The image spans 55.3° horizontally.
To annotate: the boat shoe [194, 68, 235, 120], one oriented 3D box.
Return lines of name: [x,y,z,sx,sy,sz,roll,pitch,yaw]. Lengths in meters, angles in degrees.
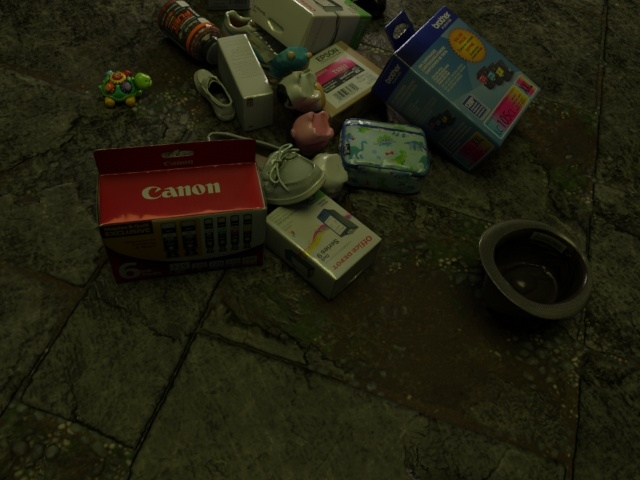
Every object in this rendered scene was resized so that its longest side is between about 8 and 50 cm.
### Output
boat shoe: [-0.271,-0.383,1.551,0.066,0.063,0.184,-17,60,-18]

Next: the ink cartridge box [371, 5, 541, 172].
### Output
ink cartridge box: [0.317,-0.401,1.536,0.395,0.151,0.270,40,58,1]

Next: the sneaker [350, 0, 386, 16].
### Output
sneaker: [0.061,-0.734,1.820,0.283,0.107,0.124,2,61,-6]

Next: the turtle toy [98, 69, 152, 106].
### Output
turtle toy: [-0.486,-0.387,1.522,0.130,0.066,0.095,-5,56,-11]

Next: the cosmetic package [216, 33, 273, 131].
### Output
cosmetic package: [-0.191,-0.401,1.543,0.085,0.117,0.231,-17,61,-16]

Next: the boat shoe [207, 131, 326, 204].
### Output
boat shoe: [-0.126,-0.165,1.327,0.320,0.103,0.118,24,65,40]

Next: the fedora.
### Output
fedora: [0.433,0.080,1.291,0.275,0.124,0.244,-22,63,-31]

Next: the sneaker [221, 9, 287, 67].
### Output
sneaker: [-0.169,-0.543,1.659,0.228,0.092,0.087,25,54,8]

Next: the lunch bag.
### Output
lunch bag: [0.149,-0.210,1.477,0.218,0.090,0.176,8,52,-3]

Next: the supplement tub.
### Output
supplement tub: [-0.338,-0.554,1.634,0.106,0.106,0.198,-37,67,-28]

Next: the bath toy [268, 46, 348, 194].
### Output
bath toy: [-0.033,-0.264,1.421,0.151,0.129,0.348,-6,78,-49]

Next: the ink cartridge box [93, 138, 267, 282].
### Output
ink cartridge box: [-0.268,-0.055,1.199,0.309,0.272,0.130,-7,57,-12]

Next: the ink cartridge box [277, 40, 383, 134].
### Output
ink cartridge box: [0.037,-0.396,1.589,0.193,0.088,0.234,42,61,18]

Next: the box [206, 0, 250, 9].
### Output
box: [-0.276,-0.749,1.798,0.126,0.072,0.137,-5,57,-11]

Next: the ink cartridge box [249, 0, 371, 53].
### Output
ink cartridge box: [-0.024,-0.607,1.653,0.198,0.115,0.272,42,37,18]

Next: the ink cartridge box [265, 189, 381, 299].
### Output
ink cartridge box: [0.000,0.000,1.308,0.212,0.093,0.154,41,59,17]
